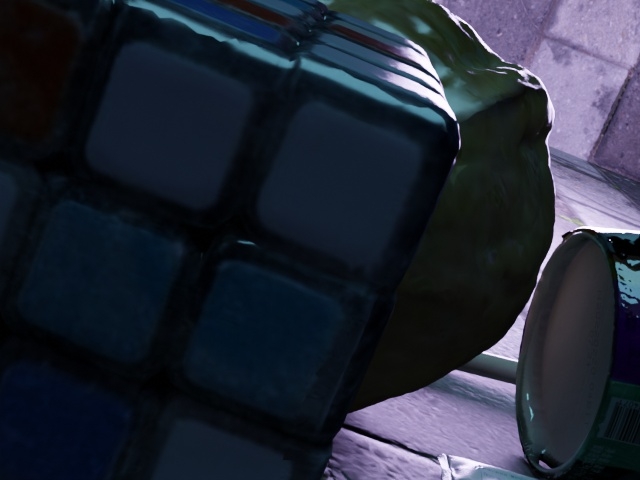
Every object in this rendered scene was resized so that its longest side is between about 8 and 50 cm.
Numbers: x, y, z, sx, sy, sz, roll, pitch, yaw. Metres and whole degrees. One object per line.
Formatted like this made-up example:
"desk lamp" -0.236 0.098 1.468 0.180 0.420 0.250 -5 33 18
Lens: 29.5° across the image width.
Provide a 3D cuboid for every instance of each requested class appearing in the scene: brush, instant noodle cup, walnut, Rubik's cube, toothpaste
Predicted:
"brush" 0.172 0.119 1.100 0.299 0.039 0.042 15 12 -18
"instant noodle cup" 0.269 0.101 0.925 0.190 0.251 0.251 11 16 -9
"walnut" 0.031 -0.037 0.897 0.306 0.306 0.344 30 22 28
"Rubik's cube" -0.129 0.007 0.518 0.287 0.292 0.293 21 12 -3
"toothpaste" 0.186 0.192 0.851 0.218 0.033 0.052 19 13 -3
